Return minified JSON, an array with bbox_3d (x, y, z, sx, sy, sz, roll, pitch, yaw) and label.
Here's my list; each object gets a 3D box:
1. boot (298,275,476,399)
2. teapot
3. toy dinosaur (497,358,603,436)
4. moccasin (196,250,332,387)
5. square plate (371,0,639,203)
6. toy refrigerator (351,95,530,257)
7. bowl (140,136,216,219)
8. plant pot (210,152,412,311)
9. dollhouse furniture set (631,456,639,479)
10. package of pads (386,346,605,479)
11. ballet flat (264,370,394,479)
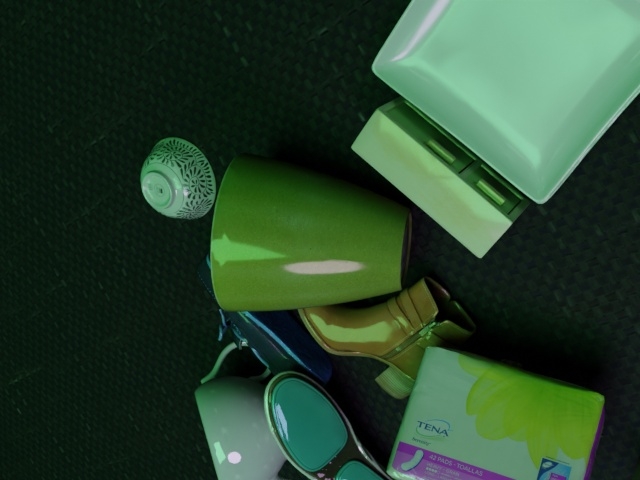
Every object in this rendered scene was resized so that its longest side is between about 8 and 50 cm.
[{"bbox_3d":[0.112,0.136,1.449,0.283,0.109,0.220,43,128,6],"label":"boot"},{"bbox_3d":[-0.136,0.370,1.648,0.252,0.187,0.256,-122,19,-55],"label":"teapot"},{"bbox_3d":[0.405,0.286,1.374,0.118,0.064,0.268,-29,97,44],"label":"toy dinosaur"},{"bbox_3d":[-0.129,0.174,1.595,0.117,0.138,0.342,-42,86,29],"label":"moccasin"},{"bbox_3d":[0.291,-0.283,1.192,0.347,0.049,0.344,41,127,10],"label":"square plate"},{"bbox_3d":[0.191,-0.107,1.299,0.269,0.102,0.094,42,126,9],"label":"toy refrigerator"},{"bbox_3d":[-0.294,-0.109,1.608,0.170,0.080,0.170,12,116,26],"label":"bowl"},{"bbox_3d":[0.000,0.000,1.391,0.294,0.275,0.274,6,115,11],"label":"plant pot"},{"bbox_3d":[0.596,0.381,1.233,0.242,0.161,0.212,-29,94,37],"label":"dollhouse furniture set"},{"bbox_3d":[0.273,0.304,1.286,0.297,0.229,0.101,13,161,24],"label":"package of pads"},{"bbox_3d":[0.021,0.405,1.589,0.139,0.139,0.400,-32,105,37],"label":"ballet flat"}]
